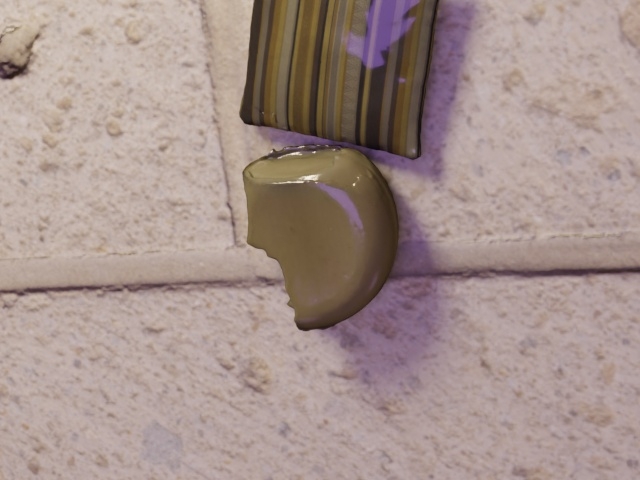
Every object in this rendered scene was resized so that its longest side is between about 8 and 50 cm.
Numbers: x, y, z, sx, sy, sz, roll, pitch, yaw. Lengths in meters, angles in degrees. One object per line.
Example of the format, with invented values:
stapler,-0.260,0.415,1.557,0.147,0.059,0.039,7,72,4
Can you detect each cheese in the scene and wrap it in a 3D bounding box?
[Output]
cheese,0.000,0.000,1.502,0.175,0.091,0.202,1,104,19

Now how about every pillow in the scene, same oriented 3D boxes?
pillow,0.021,-0.206,1.462,0.212,0.052,0.208,14,110,17
